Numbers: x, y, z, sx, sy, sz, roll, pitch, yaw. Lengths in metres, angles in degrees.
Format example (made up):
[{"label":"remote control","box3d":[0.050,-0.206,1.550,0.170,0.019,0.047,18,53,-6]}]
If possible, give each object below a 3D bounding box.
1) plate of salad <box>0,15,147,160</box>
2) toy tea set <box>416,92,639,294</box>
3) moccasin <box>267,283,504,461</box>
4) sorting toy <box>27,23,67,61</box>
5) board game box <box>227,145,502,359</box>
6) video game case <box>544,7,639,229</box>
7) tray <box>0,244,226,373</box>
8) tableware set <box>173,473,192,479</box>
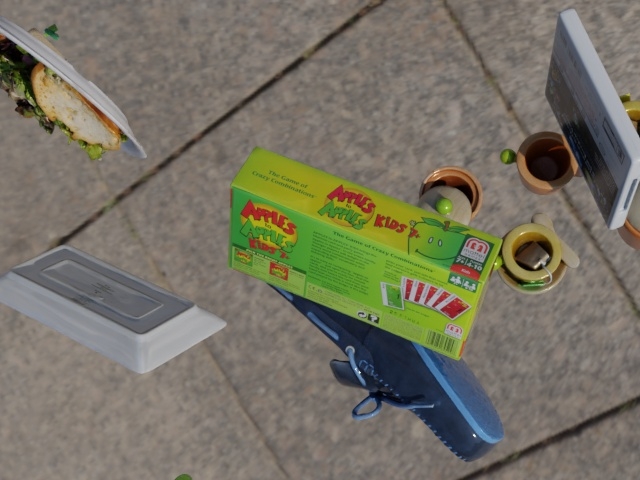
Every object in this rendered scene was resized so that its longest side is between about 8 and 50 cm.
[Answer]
[{"label":"plate of salad","box3d":[-0.225,-0.120,0.939,0.200,0.200,0.048,34,82,15]},{"label":"toy tea set","box3d":[0.280,-0.052,1.356,0.336,0.124,0.200,-20,74,-1]},{"label":"moccasin","box3d":[0.064,0.120,1.305,0.117,0.137,0.342,-46,61,12]},{"label":"sorting toy","box3d":[-0.343,-0.233,1.446,0.062,0.083,0.012,43,147,0]},{"label":"board game box","box3d":[0.026,0.009,0.813,0.181,0.043,0.092,21,141,11]},{"label":"video game case","box3d":[0.294,-0.128,1.269,0.022,0.173,0.190,-19,67,-3]},{"label":"tray","box3d":[-0.254,0.066,1.360,0.270,0.145,0.030,22,122,30]},{"label":"tableware set","box3d":[-0.204,0.402,1.634,0.024,0.104,0.154,24,134,46]}]
